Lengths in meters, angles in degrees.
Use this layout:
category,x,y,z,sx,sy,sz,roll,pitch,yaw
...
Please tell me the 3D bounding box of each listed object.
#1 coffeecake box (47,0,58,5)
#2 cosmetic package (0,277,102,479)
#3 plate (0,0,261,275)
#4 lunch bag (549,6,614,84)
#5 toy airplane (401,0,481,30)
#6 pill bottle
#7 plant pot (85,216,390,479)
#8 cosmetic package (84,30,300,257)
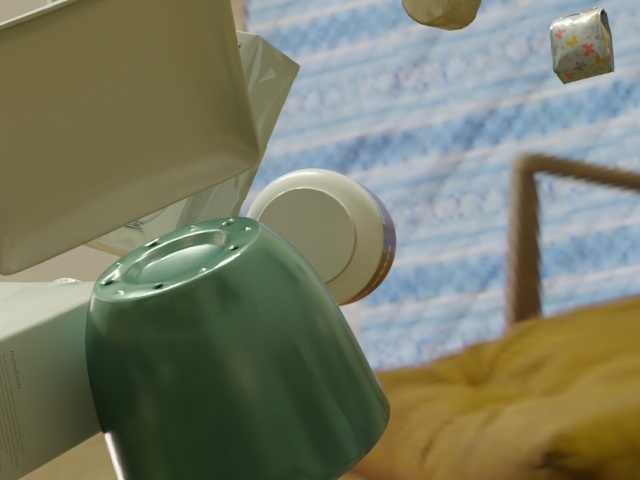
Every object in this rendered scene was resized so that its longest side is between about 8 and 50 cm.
category,x,y,z,sx,sy,sz,roll,pitch,yaw
coffeecake box,-0.209,-0.309,1.883,0.186,0.142,0.068,0,-12,-29
cosmetic package,-0.369,0.158,1.778,0.217,0.156,0.385,-1,12,32
plate,-0.201,-0.122,1.521,0.278,0.277,0.045,-25,48,-13
lunch bag,0.325,-0.244,2.101,0.071,0.083,0.053,-14,-25,24
toy airplane,0.102,-0.392,1.130,0.384,0.386,0.272,-46,-30,20
pill bottle,0.000,0.000,2.226,0.182,0.181,0.323,-13,-2,7
plant pot,-0.104,0.116,1.721,0.293,0.235,0.293,-18,18,6
cosmetic package,-0.235,-0.130,2.061,0.377,0.284,0.097,15,-13,40
